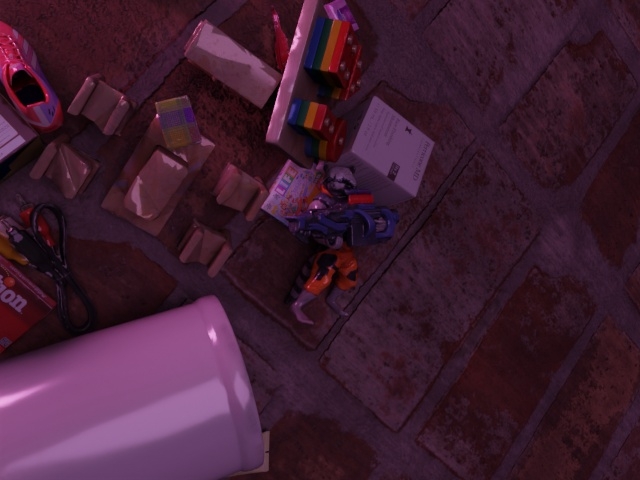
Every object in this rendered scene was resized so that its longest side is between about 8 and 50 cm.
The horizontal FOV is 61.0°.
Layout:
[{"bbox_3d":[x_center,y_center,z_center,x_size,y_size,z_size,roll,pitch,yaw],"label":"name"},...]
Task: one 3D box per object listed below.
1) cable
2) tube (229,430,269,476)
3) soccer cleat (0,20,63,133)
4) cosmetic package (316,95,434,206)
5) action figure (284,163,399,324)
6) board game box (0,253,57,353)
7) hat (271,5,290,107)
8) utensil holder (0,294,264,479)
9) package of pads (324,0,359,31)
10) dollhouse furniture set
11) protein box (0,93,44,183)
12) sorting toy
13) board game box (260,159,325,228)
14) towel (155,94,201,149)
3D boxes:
[{"bbox_3d":[-0.501,0.043,1.019,0.139,0.072,0.287,-43,120,-24],"label":"cable"},{"bbox_3d":[-0.219,0.471,1.151,0.240,0.062,0.070,-1,137,-28],"label":"tube"},{"bbox_3d":[-0.521,-0.296,0.930,0.083,0.095,0.248,-30,81,-19],"label":"soccer cleat"},{"bbox_3d":[0.121,-0.187,1.201,0.183,0.151,0.151,31,68,-22],"label":"cosmetic package"},{"bbox_3d":[0.000,0.000,1.128,0.341,0.178,0.330,7,97,-50],"label":"action figure"},{"bbox_3d":[-0.620,0.063,0.943,0.145,0.027,0.281,-40,108,5],"label":"board game box"},{"bbox_3d":[-0.100,-0.347,1.164,0.183,0.173,0.208,33,54,11],"label":"hat"},{"bbox_3d":[-0.334,0.300,0.949,0.385,0.327,0.328,-14,98,-20],"label":"utensil holder"},{"bbox_3d":[0.047,-0.505,1.233,0.050,0.032,0.083,-36,105,-17],"label":"package of pads"},{"bbox_3d":[-0.264,-0.206,1.050,0.362,0.256,0.394,32,101,-21],"label":"dollhouse furniture set"},{"bbox_3d":[-0.581,-0.195,0.880,0.136,0.200,0.201,-44,108,-17],"label":"protein box"},{"bbox_3d":[0.009,-0.271,1.018,0.089,0.255,0.257,16,91,12],"label":"sorting toy"},{"bbox_3d":[-0.055,-0.108,1.209,0.103,0.026,0.154,34,79,-21],"label":"board game box"},{"bbox_3d":[-0.239,-0.197,0.913,0.060,0.009,0.083,-15,112,-6],"label":"towel"}]
